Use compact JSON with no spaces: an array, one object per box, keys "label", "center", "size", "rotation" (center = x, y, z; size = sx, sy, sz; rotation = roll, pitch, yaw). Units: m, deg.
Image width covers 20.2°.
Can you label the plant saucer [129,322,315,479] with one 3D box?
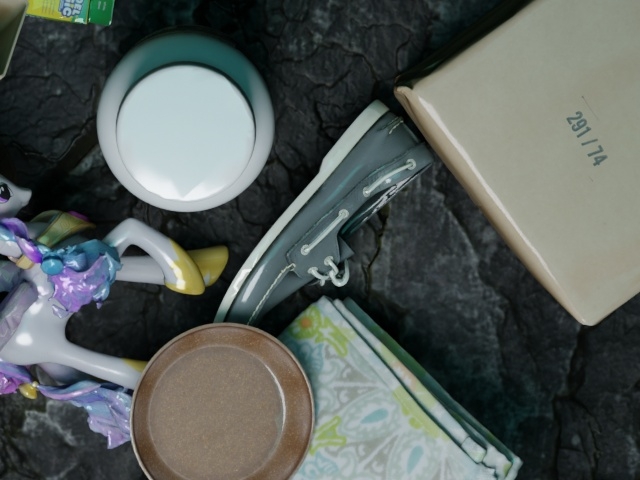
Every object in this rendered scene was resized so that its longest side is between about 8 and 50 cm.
[{"label":"plant saucer","center":[-0.105,0.184,1.880],"size":[0.198,0.036,0.199],"rotation":[0,92,-16]}]

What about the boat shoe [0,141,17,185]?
[{"label":"boat shoe","center":[-0.405,-0.114,1.937],"size":[0.072,0.068,0.190],"rotation":[-39,86,17]}]

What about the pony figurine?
[{"label":"pony figurine","center":[-0.310,0.081,1.883],"size":[0.363,0.303,0.351],"rotation":[26,97,-28]}]

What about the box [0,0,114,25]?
[{"label":"box","center":[-0.305,-0.291,1.922],"size":[0.179,0.043,0.105],"rotation":[9,98,-6]}]

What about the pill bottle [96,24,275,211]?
[{"label":"pill bottle","center":[-0.135,-0.124,1.815],"size":[0.176,0.318,0.176],"rotation":[-1,100,-3]}]

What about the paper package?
[{"label":"paper package","center":[0.292,-0.127,1.915],"size":[0.309,0.168,0.325],"rotation":[-37,98,3]}]

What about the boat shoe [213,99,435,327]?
[{"label":"boat shoe","center":[0.000,0.000,1.938],"size":[0.099,0.116,0.319],"rotation":[37,88,3]}]

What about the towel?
[{"label":"towel","center":[-0.004,0.279,1.921],"size":[0.374,0.090,0.320],"rotation":[-47,56,3]}]

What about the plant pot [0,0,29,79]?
[{"label":"plant pot","center":[-0.383,-0.210,1.880],"size":[0.109,0.096,0.109],"rotation":[24,54,-19]}]
